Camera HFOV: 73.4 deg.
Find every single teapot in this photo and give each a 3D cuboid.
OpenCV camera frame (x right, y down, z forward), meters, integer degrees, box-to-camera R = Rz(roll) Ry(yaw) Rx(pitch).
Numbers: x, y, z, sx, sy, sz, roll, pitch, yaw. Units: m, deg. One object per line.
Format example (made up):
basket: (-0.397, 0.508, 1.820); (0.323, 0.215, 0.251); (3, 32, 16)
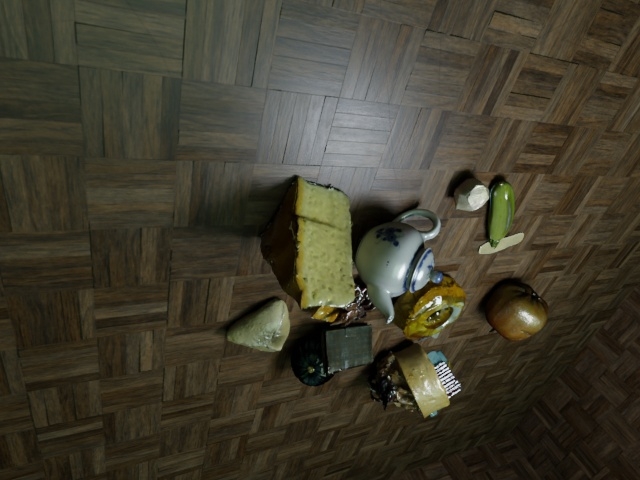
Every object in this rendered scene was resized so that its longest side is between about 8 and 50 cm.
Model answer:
teapot: (0.269, 0.072, 1.418); (0.424, 0.279, 0.252); (-59, 154, -19)

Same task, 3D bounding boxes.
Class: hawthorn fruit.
hawthorn fruit: (0.927, 0.357, 2.065); (0.267, 0.268, 0.301); (7, 133, -33)

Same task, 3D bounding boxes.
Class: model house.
model house: (0.586, 0.756, 2.218); (0.280, 0.249, 0.230); (-31, 136, -2)

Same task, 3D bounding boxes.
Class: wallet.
wallet: (0.111, 0.425, 1.703); (0.044, 0.169, 0.316); (-10, 170, 38)

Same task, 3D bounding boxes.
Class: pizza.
pizza: (0.020, 0.245, 1.608); (0.134, 0.046, 0.175); (-12, 131, -24)

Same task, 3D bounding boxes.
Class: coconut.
coconut: (0.522, -0.154, 1.504); (0.124, 0.110, 0.110); (-49, 133, 11)

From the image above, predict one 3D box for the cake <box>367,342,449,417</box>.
cake: (0.387, 0.677, 1.997); (0.320, 0.332, 0.332); (-25, 135, 2)

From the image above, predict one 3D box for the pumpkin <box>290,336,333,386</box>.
pumpkin: (-0.023, 0.481, 1.699); (0.150, 0.194, 0.194); (-23, 143, -53)

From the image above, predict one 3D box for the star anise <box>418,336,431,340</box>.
star anise: (0.531, 0.411, 2.025); (0.204, 0.061, 0.181); (-5, 129, -27)

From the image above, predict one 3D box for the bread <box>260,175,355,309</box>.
bread: (0.000, 0.000, 1.218); (0.248, 0.315, 0.279); (13, 110, -38)

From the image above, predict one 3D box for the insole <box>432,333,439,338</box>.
insole: (0.557, 0.359, 1.974); (0.063, 0.010, 0.192); (28, 85, -29)

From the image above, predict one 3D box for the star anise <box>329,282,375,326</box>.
star anise: (0.153, 0.244, 1.618); (0.271, 0.102, 0.272); (-29, 139, -29)

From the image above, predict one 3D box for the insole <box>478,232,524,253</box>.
insole: (0.787, 0.015, 1.867); (0.247, 0.011, 0.081); (-15, 132, -18)

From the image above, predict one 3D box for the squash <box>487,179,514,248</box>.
squash: (0.705, -0.096, 1.675); (0.094, 0.094, 0.341); (-24, 132, -10)

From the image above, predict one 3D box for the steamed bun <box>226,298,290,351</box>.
steamed bun: (-0.184, 0.330, 1.526); (0.231, 0.110, 0.212); (-33, 136, 4)

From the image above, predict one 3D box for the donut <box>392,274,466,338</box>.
donut: (0.466, 0.283, 1.813); (0.329, 0.160, 0.330); (-15, 125, -22)
